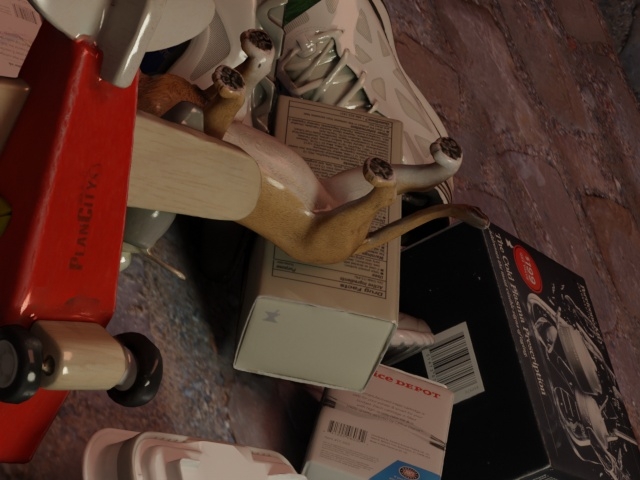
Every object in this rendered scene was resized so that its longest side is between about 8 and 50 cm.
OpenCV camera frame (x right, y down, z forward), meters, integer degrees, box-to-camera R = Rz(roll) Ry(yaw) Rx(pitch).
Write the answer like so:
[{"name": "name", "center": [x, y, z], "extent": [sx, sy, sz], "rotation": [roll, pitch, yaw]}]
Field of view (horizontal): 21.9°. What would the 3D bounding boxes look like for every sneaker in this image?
[{"name": "sneaker", "center": [0.045, -0.171, 2.035], "extent": [0.447, 0.169, 0.257], "rotation": [50, 14, -29]}, {"name": "sneaker", "center": [0.038, 0.084, 1.900], "extent": [0.281, 0.105, 0.115], "rotation": [15, 53, -56]}, {"name": "sneaker", "center": [-0.124, -0.121, 1.732], "extent": [0.122, 0.146, 0.330], "rotation": [-133, -131, -77]}]

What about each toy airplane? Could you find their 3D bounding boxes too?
[{"name": "toy airplane", "center": [-0.240, -0.066, 1.335], "extent": [0.384, 0.272, 0.386], "rotation": [-47, 127, -30]}]

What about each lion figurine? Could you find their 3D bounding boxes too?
[{"name": "lion figurine", "center": [-0.055, -0.061, 1.600], "extent": [0.392, 0.240, 0.142], "rotation": [33, 42, -10]}]

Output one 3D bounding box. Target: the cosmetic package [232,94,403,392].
[{"name": "cosmetic package", "center": [0.000, 0.000, 1.768], "extent": [0.153, 0.129, 0.296], "rotation": [13, 46, -8]}]

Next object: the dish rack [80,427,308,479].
[{"name": "dish rack", "center": [-0.063, 0.311, 1.349], "extent": [0.285, 0.072, 0.332], "rotation": [19, 51, -56]}]

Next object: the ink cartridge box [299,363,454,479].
[{"name": "ink cartridge box", "center": [0.058, 0.221, 1.760], "extent": [0.140, 0.082, 0.190], "rotation": [18, 32, 0]}]

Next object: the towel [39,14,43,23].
[{"name": "towel", "center": [-0.221, -0.281, 1.695], "extent": [0.144, 0.197, 0.029], "rotation": [49, -8, -27]}]

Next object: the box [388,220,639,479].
[{"name": "box", "center": [0.242, 0.186, 2.100], "extent": [0.312, 0.179, 0.343], "rotation": [27, 43, -53]}]

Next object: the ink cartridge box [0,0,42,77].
[{"name": "ink cartridge box", "center": [-0.305, -0.159, 1.535], "extent": [0.115, 0.067, 0.198], "rotation": [14, 52, -57]}]

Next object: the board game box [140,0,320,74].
[{"name": "board game box", "center": [-0.133, -0.352, 1.748], "extent": [0.318, 0.318, 0.066], "rotation": [48, 19, -28]}]
